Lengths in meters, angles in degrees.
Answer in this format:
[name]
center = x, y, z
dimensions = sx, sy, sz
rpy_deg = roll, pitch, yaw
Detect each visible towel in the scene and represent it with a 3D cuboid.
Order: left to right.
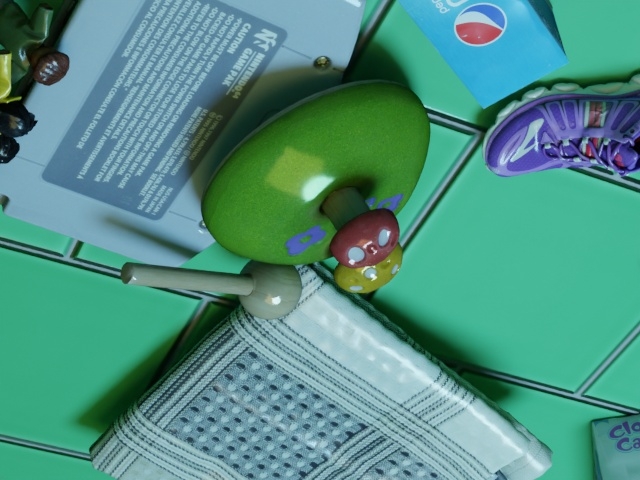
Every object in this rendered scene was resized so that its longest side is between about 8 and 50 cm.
[towel]
center = 0.001, 0.199, 1.227
dimensions = 0.324, 0.056, 0.312
rpy_deg = 38, 116, -19

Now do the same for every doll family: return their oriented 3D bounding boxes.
[doll family]
center = -0.239, -0.085, 0.932
dimensions = 0.111, 0.076, 0.193
rpy_deg = 45, 131, 11

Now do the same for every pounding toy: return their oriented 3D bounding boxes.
[pounding toy]
center = 0.000, 0.000, 0.996
dimensions = 0.237, 0.110, 0.183
rpy_deg = -43, 153, 26

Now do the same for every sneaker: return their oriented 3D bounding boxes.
[sneaker]
center = 0.205, -0.078, 1.019
dimensions = 0.170, 0.071, 0.068
rpy_deg = -13, 134, 9

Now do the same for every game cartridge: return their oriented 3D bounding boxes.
[game cartridge]
center = -0.104, -0.105, 0.979
dimensions = 0.198, 0.062, 0.297
rpy_deg = 18, 131, -27

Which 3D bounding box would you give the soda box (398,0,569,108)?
[soda box]
center = 0.082, -0.187, 0.902
dimensions = 0.071, 0.067, 0.210
rpy_deg = -28, 130, 21

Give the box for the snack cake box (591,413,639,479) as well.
[snack cake box]
center = 0.356, 0.283, 1.379
dimensions = 0.152, 0.089, 0.264
rpy_deg = -8, 135, 5
